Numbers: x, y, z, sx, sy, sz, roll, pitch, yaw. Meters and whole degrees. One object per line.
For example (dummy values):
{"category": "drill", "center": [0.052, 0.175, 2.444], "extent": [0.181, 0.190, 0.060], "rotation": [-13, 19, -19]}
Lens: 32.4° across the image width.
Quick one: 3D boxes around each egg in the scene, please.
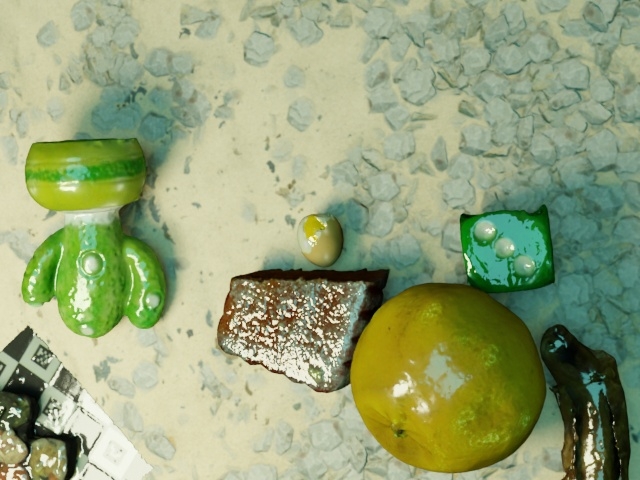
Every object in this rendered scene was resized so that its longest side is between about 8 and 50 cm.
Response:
{"category": "egg", "center": [0.000, 0.000, 1.687], "extent": [0.071, 0.071, 0.083], "rotation": [-8, 88, 11]}

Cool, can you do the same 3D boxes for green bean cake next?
{"category": "green bean cake", "center": [-0.030, 0.110, 1.664], "extent": [0.232, 0.097, 0.199], "rotation": [16, 94, 22]}

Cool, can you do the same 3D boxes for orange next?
{"category": "orange", "center": [0.174, 0.196, 1.544], "extent": [0.235, 0.279, 0.279], "rotation": [-34, 79, -34]}

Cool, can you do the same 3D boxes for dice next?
{"category": "dice", "center": [0.272, 0.013, 1.601], "extent": [0.128, 0.131, 0.120], "rotation": [-7, 89, 10]}

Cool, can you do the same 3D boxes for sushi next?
{"category": "sushi", "center": [-0.501, 0.361, 1.782], "extent": [0.339, 0.069, 0.320], "rotation": [-43, 81, 8]}

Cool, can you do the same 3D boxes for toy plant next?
{"category": "toy plant", "center": [-0.362, -0.001, 1.721], "extent": [0.224, 0.184, 0.316], "rotation": [-5, 98, -6]}

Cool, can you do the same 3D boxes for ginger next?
{"category": "ginger", "center": [0.381, 0.272, 1.582], "extent": [0.133, 0.107, 0.309], "rotation": [0, 92, 9]}
